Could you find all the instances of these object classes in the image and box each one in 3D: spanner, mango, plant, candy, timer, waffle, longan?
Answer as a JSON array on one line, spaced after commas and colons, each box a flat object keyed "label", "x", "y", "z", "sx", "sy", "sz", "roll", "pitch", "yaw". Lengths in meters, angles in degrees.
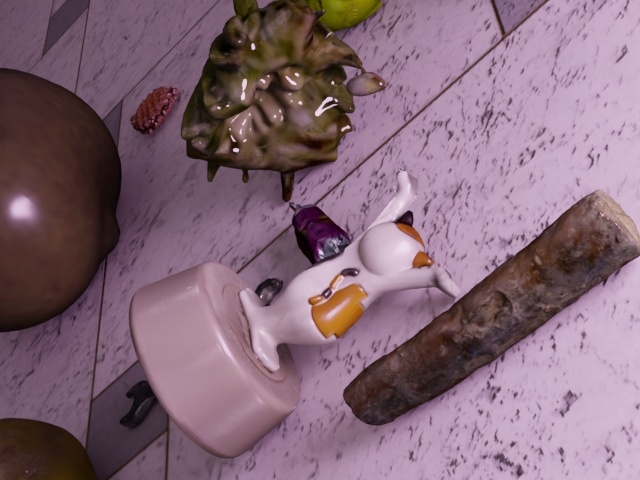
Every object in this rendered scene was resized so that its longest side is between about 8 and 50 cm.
[{"label": "spanner", "x": -0.127, "y": 0.119, "z": 1.366, "sx": 0.254, "sy": 0.015, "sz": 0.054, "roll": -39, "pitch": 31, "yaw": 28}, {"label": "mango", "x": 0.016, "y": -0.294, "z": 1.507, "sx": 0.119, "sy": 0.100, "sz": 0.178, "roll": -38, "pitch": 15, "yaw": -17}, {"label": "plant", "x": -0.045, "y": -0.209, "z": 1.423, "sx": 0.251, "sy": 0.180, "sz": 0.333, "roll": -51, "pitch": 23, "yaw": 33}, {"label": "candy", "x": 0.000, "y": 0.000, "z": 1.272, "sx": 0.043, "sy": 0.045, "sz": 0.175, "roll": -23, "pitch": 24, "yaw": -11}, {"label": "timer", "x": -0.012, "y": 0.056, "z": 1.144, "sx": 0.266, "sy": 0.175, "sz": 0.175, "roll": -30, "pitch": 34, "yaw": 14}, {"label": "waffle", "x": -0.235, "y": -0.187, "z": 1.849, "sx": 0.075, "sy": 0.029, "sz": 0.083, "roll": -2, "pitch": 55, "yaw": 53}, {"label": "longan", "x": -0.421, "y": -0.051, "z": 1.709, "sx": 0.361, "sy": 0.361, "sz": 0.361, "roll": -38, "pitch": 32, "yaw": 30}]

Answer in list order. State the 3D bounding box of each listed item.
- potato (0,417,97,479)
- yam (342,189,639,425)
[{"label": "potato", "x": -0.316, "y": 0.269, "z": 1.379, "sx": 0.200, "sy": 0.137, "sz": 0.154, "roll": 5, "pitch": 94, "yaw": 58}, {"label": "yam", "x": 0.126, "y": 0.061, "z": 0.990, "sx": 0.274, "sy": 0.061, "sz": 0.061, "roll": -40, "pitch": 31, "yaw": 28}]
